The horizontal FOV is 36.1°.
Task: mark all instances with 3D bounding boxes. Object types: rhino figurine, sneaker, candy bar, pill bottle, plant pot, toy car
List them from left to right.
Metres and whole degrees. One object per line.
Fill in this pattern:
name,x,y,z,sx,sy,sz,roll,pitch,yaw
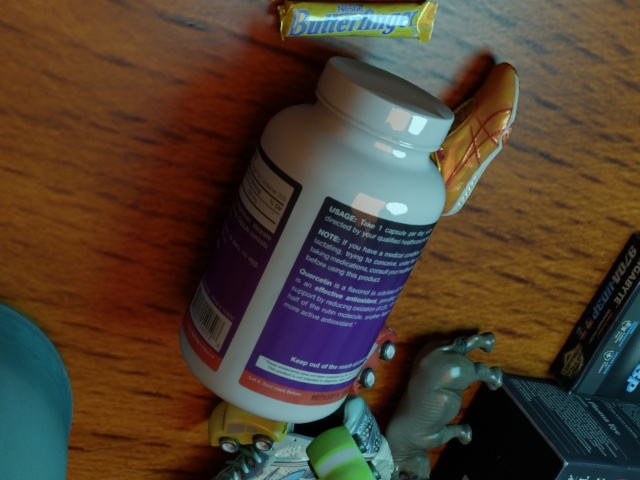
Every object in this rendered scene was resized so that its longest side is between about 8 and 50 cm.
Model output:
plant pot,-0.341,0.213,0.839,0.272,0.255,0.271,-7,113,-16
sneaker,-0.062,0.257,1.134,0.283,0.110,0.122,-20,108,-13
pill bottle,0.000,0.000,0.928,0.181,0.181,0.323,13,115,-30
toy car,0.000,0.188,1.022,0.239,0.225,0.053,-30,125,-3
candy bar,0.034,-0.205,0.916,0.161,0.018,0.040,-5,122,-22
rhino figurine,0.131,0.217,1.195,0.106,0.073,0.243,5,120,-31
sneaker,0.146,-0.104,1.004,0.067,0.064,0.175,21,108,-22

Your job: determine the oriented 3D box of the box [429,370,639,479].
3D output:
box,0.311,0.374,1.309,0.313,0.179,0.343,11,116,-31

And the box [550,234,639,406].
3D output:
box,0.422,0.110,1.269,0.175,0.051,0.220,14,114,-30
